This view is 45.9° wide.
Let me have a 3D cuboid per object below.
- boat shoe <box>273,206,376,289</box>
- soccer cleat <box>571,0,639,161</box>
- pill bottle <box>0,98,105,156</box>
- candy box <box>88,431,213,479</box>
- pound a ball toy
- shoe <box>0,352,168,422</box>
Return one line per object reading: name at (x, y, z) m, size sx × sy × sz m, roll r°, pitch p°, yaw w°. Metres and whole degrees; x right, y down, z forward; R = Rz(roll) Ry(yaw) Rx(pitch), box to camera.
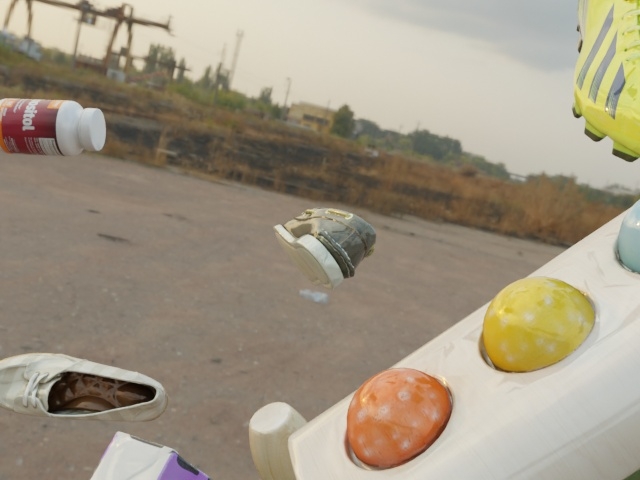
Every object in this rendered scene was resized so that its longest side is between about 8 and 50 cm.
boat shoe at (0.003, 0.004, 1.112) m, size 0.109 × 0.091 × 0.305 m, roll 54°, pitch -8°, yaw -10°
soccer cleat at (0.249, -0.161, 0.572) m, size 0.094 × 0.121 × 0.289 m, roll 13°, pitch 41°, yaw 2°
pill bottle at (-0.414, -0.173, 1.158) m, size 0.152 × 0.086 × 0.086 m, roll 2°, pitch 7°, yaw 4°
candy box at (-0.118, 0.269, 0.580) m, size 0.070 × 0.164 × 0.196 m, roll 5°, pitch -35°, yaw 38°
pound a ball toy at (0.096, 0.075, 0.408) m, size 0.135 × 0.319 × 0.208 m, roll 57°, pitch 1°, yaw -23°
shoe at (-0.291, 0.173, 0.893) m, size 0.219 × 0.076 × 0.058 m, roll 7°, pitch -14°, yaw -7°
